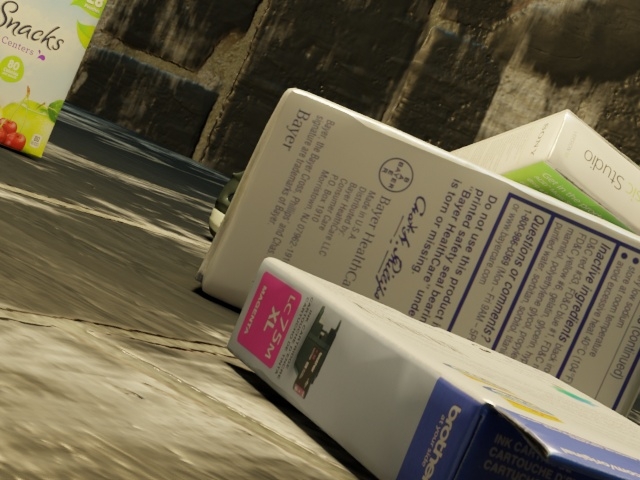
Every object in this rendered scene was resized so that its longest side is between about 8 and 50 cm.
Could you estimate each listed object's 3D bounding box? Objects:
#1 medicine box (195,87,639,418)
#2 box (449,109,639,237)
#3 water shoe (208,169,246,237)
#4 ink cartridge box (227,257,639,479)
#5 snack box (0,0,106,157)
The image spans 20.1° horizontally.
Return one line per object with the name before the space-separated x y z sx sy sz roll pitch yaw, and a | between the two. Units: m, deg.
medicine box | 0.082 0.018 1.273 0.289 0.149 0.263 25 2 1
box | 0.180 0.009 1.526 0.232 0.058 0.322 36 -26 -22
water shoe | 0.000 0.000 1.649 0.203 0.080 0.073 24 3 -6
ink cartridge box | 0.092 0.095 0.802 0.186 0.065 0.311 23 1 -24
snack box | -0.314 -0.190 1.616 0.207 0.174 0.070 23 2 -42
